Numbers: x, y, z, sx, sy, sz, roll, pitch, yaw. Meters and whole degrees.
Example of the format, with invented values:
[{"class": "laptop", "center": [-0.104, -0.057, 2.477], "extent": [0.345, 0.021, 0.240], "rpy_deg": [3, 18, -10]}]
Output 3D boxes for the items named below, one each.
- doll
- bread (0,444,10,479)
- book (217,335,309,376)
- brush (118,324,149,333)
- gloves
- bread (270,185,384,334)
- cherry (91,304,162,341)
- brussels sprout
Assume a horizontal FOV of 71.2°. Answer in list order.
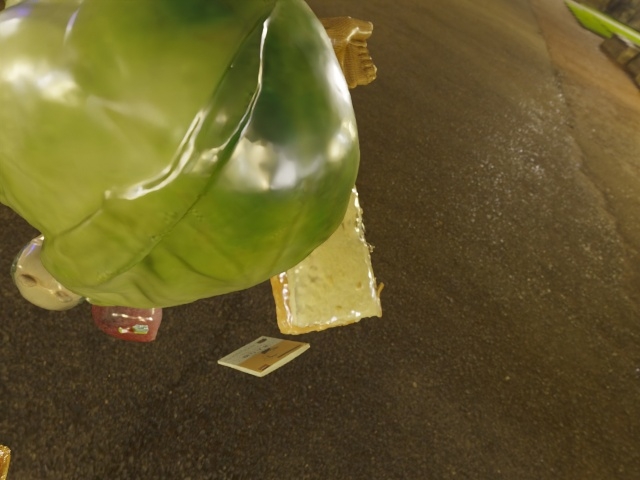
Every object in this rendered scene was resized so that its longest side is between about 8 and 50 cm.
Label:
[{"class": "doll", "center": [-0.806, 0.046, 1.432], "extent": [0.248, 0.247, 0.349], "rpy_deg": [21, 45, -9]}, {"class": "bread", "center": [-0.978, 0.620, 1.251], "extent": [0.271, 0.077, 0.139], "rpy_deg": [-2, 68, 25]}, {"class": "book", "center": [-0.261, 0.507, 1.995], "extent": [0.269, 0.389, 0.032], "rpy_deg": [-23, 100, -39]}, {"class": "brush", "center": [-0.462, 0.219, 1.108], "extent": [0.018, 0.021, 0.083], "rpy_deg": [56, 15, 25]}, {"class": "gloves", "center": [0.039, -0.543, 1.278], "extent": [0.155, 0.202, 0.357], "rpy_deg": [38, 31, 31]}, {"class": "bread", "center": [0.000, 0.000, 0.957], "extent": [0.237, 0.165, 0.374], "rpy_deg": [-3, 76, -33]}, {"class": "cherry", "center": [-0.680, 0.245, 1.607], "extent": [0.240, 0.239, 0.206], "rpy_deg": [10, 32, -21]}, {"class": "brussels sprout", "center": [-0.147, -0.116, 0.483], "extent": [0.361, 0.424, 0.342], "rpy_deg": [3, 35, 40]}]
